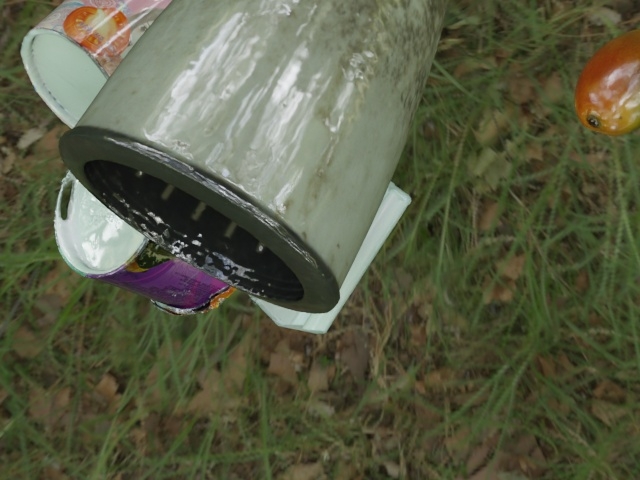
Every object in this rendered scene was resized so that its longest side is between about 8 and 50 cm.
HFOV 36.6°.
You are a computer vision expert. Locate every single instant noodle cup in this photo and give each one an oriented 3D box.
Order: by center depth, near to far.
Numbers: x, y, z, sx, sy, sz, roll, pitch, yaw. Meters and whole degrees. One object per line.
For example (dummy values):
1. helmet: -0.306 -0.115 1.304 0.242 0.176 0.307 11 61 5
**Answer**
1. instant noodle cup: -0.236 -0.028 1.346 0.251 0.190 0.251 -8 76 32
2. instant noodle cup: -0.293 -0.288 1.435 0.243 0.231 0.243 26 143 21

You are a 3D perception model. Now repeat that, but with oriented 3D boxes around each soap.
1. soap: 0.000 0.000 1.604 0.173 0.095 0.289 43 107 37

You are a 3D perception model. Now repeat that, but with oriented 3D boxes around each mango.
1. mango: 0.501 -0.265 1.540 0.146 0.289 0.129 -1 118 37

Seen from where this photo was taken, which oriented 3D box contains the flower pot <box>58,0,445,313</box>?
1. flower pot: -0.042 -0.140 0.932 0.294 0.293 0.330 29 75 -2
